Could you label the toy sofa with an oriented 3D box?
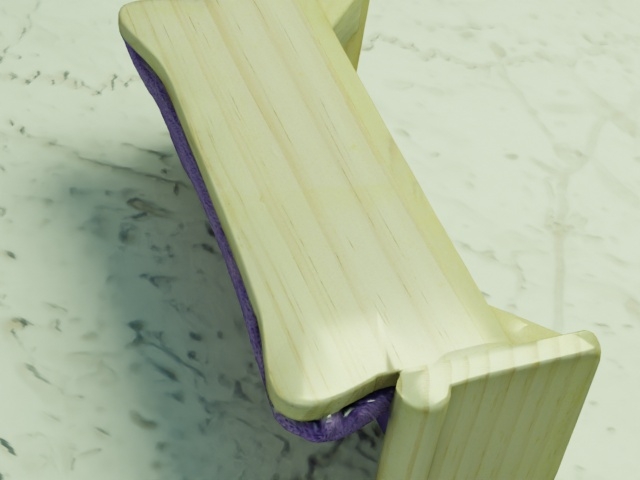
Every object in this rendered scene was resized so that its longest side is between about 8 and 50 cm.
[{"bbox_3d":[0.000,0.000,0.836,0.177,0.150,0.362,-12,50,-18],"label":"toy sofa"}]
